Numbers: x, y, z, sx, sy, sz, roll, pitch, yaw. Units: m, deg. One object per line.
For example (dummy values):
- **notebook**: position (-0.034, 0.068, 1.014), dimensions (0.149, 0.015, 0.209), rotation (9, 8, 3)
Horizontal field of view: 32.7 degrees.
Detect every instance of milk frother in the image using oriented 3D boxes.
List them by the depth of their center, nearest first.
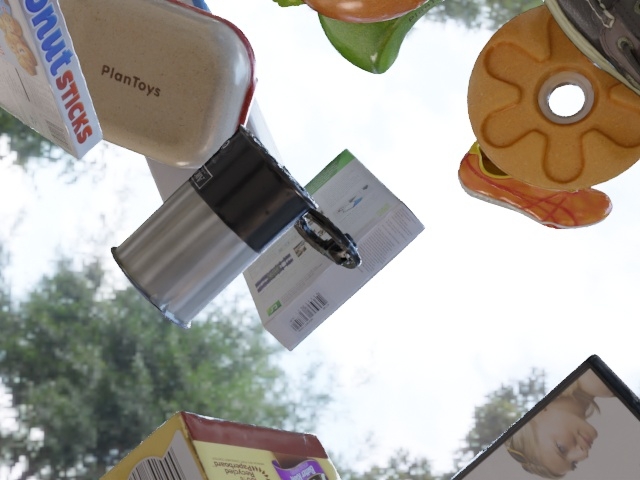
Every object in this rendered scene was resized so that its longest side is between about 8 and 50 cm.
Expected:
- **milk frother**: position (-0.058, 0.009, 0.824), dimensions (0.135, 0.143, 0.129), rotation (-43, -173, 3)

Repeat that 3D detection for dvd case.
- **dvd case**: position (0.246, 0.241, 1.038), dimensions (0.180, 0.022, 0.253), rotation (48, -45, 13)

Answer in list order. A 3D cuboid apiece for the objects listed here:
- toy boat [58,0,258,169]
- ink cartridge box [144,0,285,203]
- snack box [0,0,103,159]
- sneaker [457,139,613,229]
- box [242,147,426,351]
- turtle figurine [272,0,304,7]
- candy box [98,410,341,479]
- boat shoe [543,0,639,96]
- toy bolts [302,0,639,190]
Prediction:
- **toy boat**: position (-0.164, -0.172, 1.067), dimensions (0.151, 0.231, 0.151), rotation (-48, 159, -68)
- **ink cartridge box**: position (-0.139, -0.144, 1.325), dimensions (0.307, 0.129, 0.223), rotation (41, 25, -85)
- **snack box**: position (-0.144, -0.109, 0.492), dimensions (0.064, 0.022, 0.178), rotation (34, -25, 21)
- **sneaker**: position (0.235, -0.059, 1.176), dimensions (0.067, 0.175, 0.064), rotation (112, -9, -48)
- **box**: position (0.000, 0.000, 1.478), dimensions (0.232, 0.058, 0.322), rotation (-42, -159, 3)
- **turtle figurine**: position (-0.040, -0.363, 1.239), dimensions (0.269, 0.087, 0.217), rotation (-56, -145, 40)
- **candy box**: position (-0.087, 0.160, 0.527), dimensions (0.186, 0.109, 0.053), rotation (-42, -124, 17)
- **boat shoe**: position (0.177, -0.091, 0.498), dimensions (0.223, 0.080, 0.073), rotation (55, -9, 5)
- **toy bolts**: position (0.109, -0.159, 0.522), dimensions (0.228, 0.158, 0.218), rotation (-43, -108, 3)
